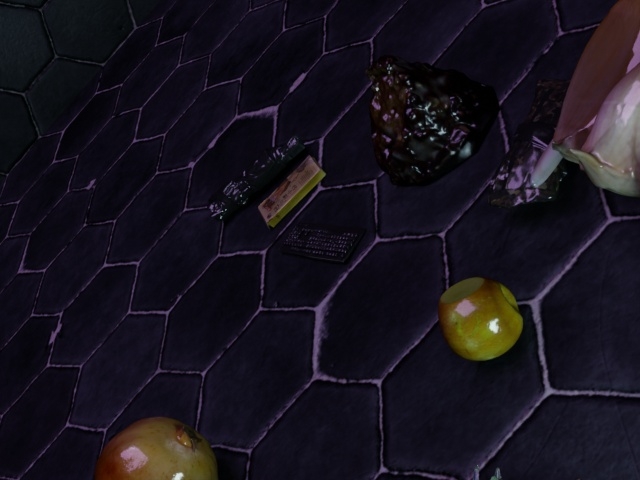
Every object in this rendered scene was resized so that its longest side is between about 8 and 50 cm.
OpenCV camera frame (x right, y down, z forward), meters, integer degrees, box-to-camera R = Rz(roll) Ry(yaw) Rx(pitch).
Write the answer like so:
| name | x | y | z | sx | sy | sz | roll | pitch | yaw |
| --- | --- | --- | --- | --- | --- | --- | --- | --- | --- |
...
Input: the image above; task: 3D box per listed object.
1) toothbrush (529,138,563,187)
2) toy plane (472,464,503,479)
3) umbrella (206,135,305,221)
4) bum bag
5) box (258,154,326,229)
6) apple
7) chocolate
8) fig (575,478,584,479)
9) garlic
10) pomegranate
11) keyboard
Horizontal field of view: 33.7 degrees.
| name | x | y | z | sx | sy | sz | roll | pitch | yaw |
| --- | --- | --- | --- | --- | --- | --- | --- | --- | --- |
| toothbrush | 0.364 | -0.179 | 1.471 | 0.307 | 0.025 | 0.029 | -52 | -8 | -30 |
| toy plane | 0.189 | 0.304 | 1.234 | 0.083 | 0.033 | 0.080 | -47 | 32 | 17 |
| umbrella | -0.127 | -0.126 | 2.061 | 0.235 | 0.059 | 0.066 | -40 | 50 | 17 |
| bum bag | 0.321 | -0.139 | 1.505 | 0.102 | 0.069 | 0.248 | -3 | 54 | 50 |
| box | -0.056 | -0.090 | 1.968 | 0.149 | 0.020 | 0.073 | -46 | 32 | 7 |
| apple | 0.209 | 0.101 | 1.365 | 0.102 | 0.099 | 0.114 | -25 | 13 | 24 |
| chocolate | 0.138 | -0.219 | 1.718 | 0.224 | 0.177 | 0.206 | 4 | 59 | 54 |
| fig | 0.262 | 0.291 | 1.150 | 0.083 | 0.050 | 0.050 | -42 | 27 | -23 |
| garlic | 0.418 | -0.196 | 1.318 | 0.286 | 0.249 | 0.313 | 20 | 88 | 39 |
| pomegranate | -0.240 | 0.355 | 1.576 | 0.191 | 0.191 | 0.191 | -32 | 36 | 26 |
| keyboard | -0.001 | -0.001 | 1.810 | 0.196 | 0.015 | 0.074 | 9 | 63 | 54 |
